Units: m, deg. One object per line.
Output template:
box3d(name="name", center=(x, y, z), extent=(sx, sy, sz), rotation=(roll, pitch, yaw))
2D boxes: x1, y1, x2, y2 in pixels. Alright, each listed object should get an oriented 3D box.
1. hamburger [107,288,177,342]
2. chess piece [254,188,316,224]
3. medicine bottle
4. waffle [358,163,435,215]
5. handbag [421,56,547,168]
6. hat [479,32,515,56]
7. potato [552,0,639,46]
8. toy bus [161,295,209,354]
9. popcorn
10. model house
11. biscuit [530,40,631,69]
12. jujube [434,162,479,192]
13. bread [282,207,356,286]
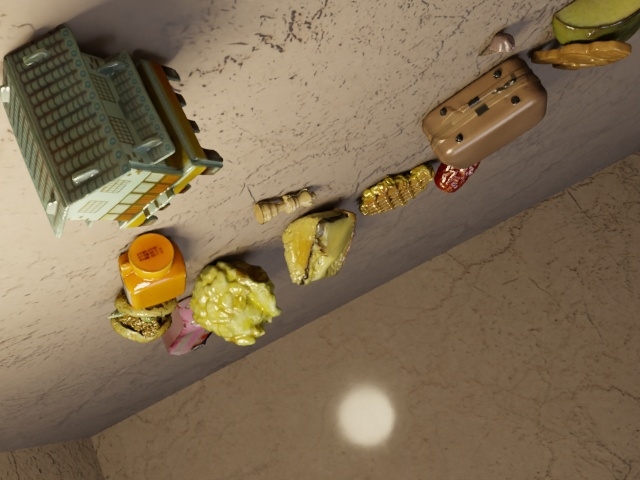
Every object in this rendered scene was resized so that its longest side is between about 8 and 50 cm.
box3d(name="hamburger", center=(-0.482, 0.187, 1.545), extent=(0.185, 0.177, 0.113), rotation=(0, 119, -44))
box3d(name="chess piece", center=(-0.088, -0.095, 1.504), extent=(0.172, 0.060, 0.060), rotation=(-22, 163, -25))
box3d(name="medicine bottle", center=(-0.412, 0.073, 1.403), extent=(0.149, 0.112, 0.222), rotation=(-20, 162, -22))
box3d(name="waffle", center=(0.237, -0.158, 1.806), extent=(0.253, 0.056, 0.249), rotation=(-8, 155, -44))
box3d(name="handbag", center=(0.438, -0.313, 1.500), extent=(0.302, 0.149, 0.283), rotation=(-35, 159, 19))
box3d(name="hat", center=(0.388, -0.434, 1.261), extent=(0.058, 0.042, 0.087), rotation=(-17, -165, -22))
box3d(name="potato", center=(0.698, -0.519, 1.350), extent=(0.269, 0.112, 0.255), rotation=(-30, 164, 16))
box3d(name="toy bus", center=(-0.448, 0.290, 1.965), extent=(0.147, 0.127, 0.303), rotation=(-12, 158, -33))
box3d(name="popcorn", center=(-0.248, 0.181, 1.713), extent=(0.237, 0.293, 0.293), rotation=(-70, 160, -3))
box3d(name="model house", center=(-0.294, -0.139, 0.784), extent=(0.198, 0.224, 0.215), rotation=(-32, 166, 24))
box3d(name="biscuit", center=(0.618, -0.435, 1.351), extent=(0.144, 0.040, 0.236), rotation=(-2, -169, -22))
box3d(name="jujube", center=(0.421, -0.230, 1.757), extent=(0.112, 0.109, 0.176), rotation=(14, 121, -37))
box3d(name="bread", center=(0.000, 0.000, 1.746), extent=(0.204, 0.162, 0.262), rotation=(-10, 133, -41))
